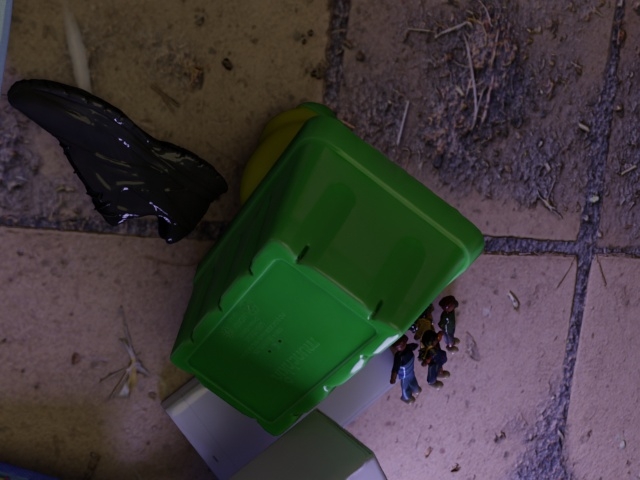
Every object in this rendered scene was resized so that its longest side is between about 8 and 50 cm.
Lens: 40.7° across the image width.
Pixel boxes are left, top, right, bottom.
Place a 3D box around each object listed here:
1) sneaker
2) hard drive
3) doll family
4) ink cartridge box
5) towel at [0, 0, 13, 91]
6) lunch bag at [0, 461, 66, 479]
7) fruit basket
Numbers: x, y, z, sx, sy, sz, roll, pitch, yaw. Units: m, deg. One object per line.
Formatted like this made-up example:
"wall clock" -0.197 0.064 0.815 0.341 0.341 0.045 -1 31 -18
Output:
"sneaker" -0.253 -0.092 1.047 0.286 0.109 0.130 32 91 -24
"hard drive" -0.044 0.212 1.230 0.308 0.040 0.203 -38 112 -14
"doll family" 0.153 0.150 1.269 0.193 0.076 0.111 -62 149 -51
"ink cartridge box" -0.004 0.398 1.069 0.223 0.129 0.307 -36 125 -19
"towel" -0.501 -0.229 0.912 0.321 0.090 0.374 8 96 -27
"lunch bag" -0.363 0.390 1.020 0.293 0.138 0.220 27 55 -21
"fruit basket" 0.000 0.000 1.066 0.283 0.392 0.392 37 82 -6
